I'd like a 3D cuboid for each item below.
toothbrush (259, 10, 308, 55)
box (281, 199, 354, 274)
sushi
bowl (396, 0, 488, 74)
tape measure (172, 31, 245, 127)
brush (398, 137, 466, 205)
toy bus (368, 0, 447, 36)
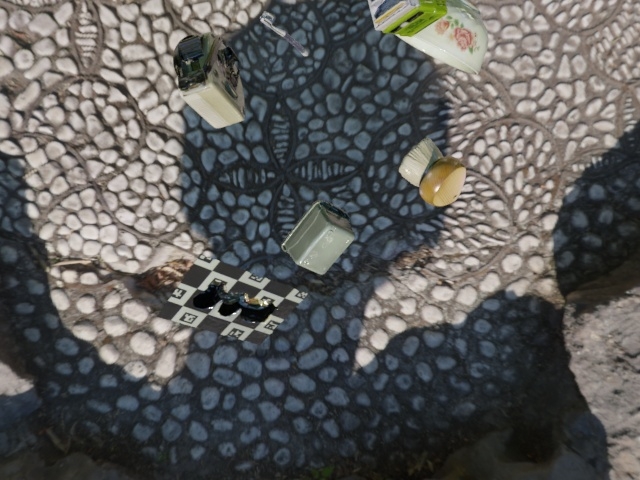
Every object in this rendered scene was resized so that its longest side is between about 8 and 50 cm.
[{"bbox_3d":[-0.089,-0.540,1.398,0.024,0.288,0.026,31,101,17],"label":"toothbrush"},{"bbox_3d":[0.000,0.000,1.308,0.124,0.093,0.172,24,113,-37],"label":"box"},{"bbox_3d":[-0.272,0.161,1.647,0.373,0.100,0.296,22,124,-30],"label":"sushi"},{"bbox_3d":[0.330,-0.565,1.406,0.277,0.277,0.145,26,110,-6],"label":"bowl"},{"bbox_3d":[-0.294,-0.453,1.413,0.133,0.271,0.231,-14,77,14],"label":"tape measure"},{"bbox_3d":[0.392,-0.219,1.829,0.174,0.266,0.166,-49,63,3],"label":"brush"},{"bbox_3d":[0.112,-0.505,0.883,0.139,0.113,0.302,-15,91,-34],"label":"toy bus"}]
